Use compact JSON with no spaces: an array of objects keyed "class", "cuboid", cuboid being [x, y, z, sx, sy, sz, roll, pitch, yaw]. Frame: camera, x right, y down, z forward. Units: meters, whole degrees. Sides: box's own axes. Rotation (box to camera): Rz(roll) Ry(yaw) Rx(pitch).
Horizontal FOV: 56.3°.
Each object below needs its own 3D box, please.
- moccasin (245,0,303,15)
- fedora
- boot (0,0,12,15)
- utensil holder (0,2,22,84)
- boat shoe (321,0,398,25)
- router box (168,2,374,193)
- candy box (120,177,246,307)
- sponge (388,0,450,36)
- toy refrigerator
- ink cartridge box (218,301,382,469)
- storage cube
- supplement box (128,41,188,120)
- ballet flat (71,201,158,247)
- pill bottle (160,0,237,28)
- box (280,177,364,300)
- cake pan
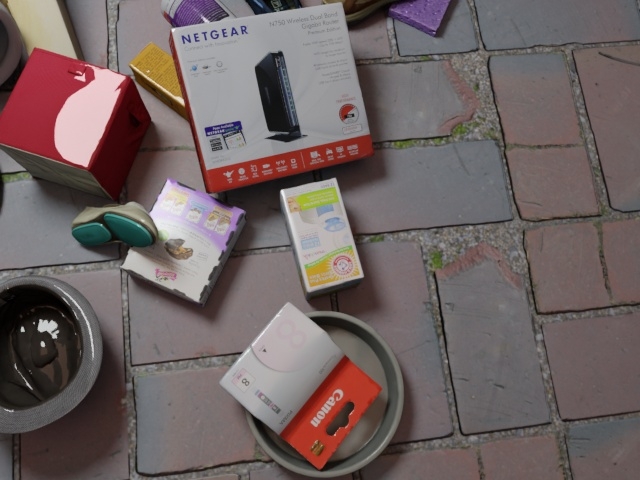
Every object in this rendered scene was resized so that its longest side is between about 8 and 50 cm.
[{"class":"moccasin","cuboid":[-0.105,-0.557,1.275,0.137,0.117,0.342,-32,81,-11]},{"class":"fedora","cuboid":[-0.495,0.201,1.050,0.243,0.124,0.275,-31,72,-13]},{"class":"boot","cuboid":[-0.660,-0.613,1.265,0.269,0.089,0.236,43,76,8]},{"class":"utensil holder","cuboid":[-0.786,-0.470,1.080,0.327,0.327,0.386,-30,80,-11]},{"class":"boat shoe","cuboid":[0.144,-0.583,1.277,0.324,0.120,0.123,-34,69,-4]},{"class":"router box","cuboid":[-0.091,-0.272,1.151,0.335,0.082,0.301,-16,98,-16]},{"class":"candy box","cuboid":[-0.258,0.005,1.146,0.164,0.070,0.196,24,75,2]},{"class":"sponge","cuboid":[0.245,-0.572,1.350,0.117,0.031,0.210,24,76,3]},{"class":"toy refrigerator","cuboid":[-0.558,-0.464,1.172,0.094,0.102,0.270,-18,104,-8]},{"class":"ink cartridge box","cuboid":[-0.031,0.253,1.054,0.232,0.066,0.189,39,76,10]},{"class":"storage cube","cuboid":[-0.456,-0.211,1.128,0.214,0.184,0.193,18,76,0]},{"class":"supplement box","cuboid":[-0.273,-0.300,1.219,0.233,0.078,0.080,35,76,4]},{"class":"ballet flat","cuboid":[-0.366,-0.037,1.095,0.248,0.086,0.086,1,72,36]},{"class":"pill bottle","cuboid":[-0.230,-0.443,1.242,0.108,0.108,0.193,-42,82,-13]},{"class":"box","cuboid":[0.000,0.000,1.150,0.114,0.103,0.203,-13,77,-7]},{"class":"cake pan","cuboid":[0.006,0.279,1.105,0.293,0.054,0.293,1,76,-4]}]
